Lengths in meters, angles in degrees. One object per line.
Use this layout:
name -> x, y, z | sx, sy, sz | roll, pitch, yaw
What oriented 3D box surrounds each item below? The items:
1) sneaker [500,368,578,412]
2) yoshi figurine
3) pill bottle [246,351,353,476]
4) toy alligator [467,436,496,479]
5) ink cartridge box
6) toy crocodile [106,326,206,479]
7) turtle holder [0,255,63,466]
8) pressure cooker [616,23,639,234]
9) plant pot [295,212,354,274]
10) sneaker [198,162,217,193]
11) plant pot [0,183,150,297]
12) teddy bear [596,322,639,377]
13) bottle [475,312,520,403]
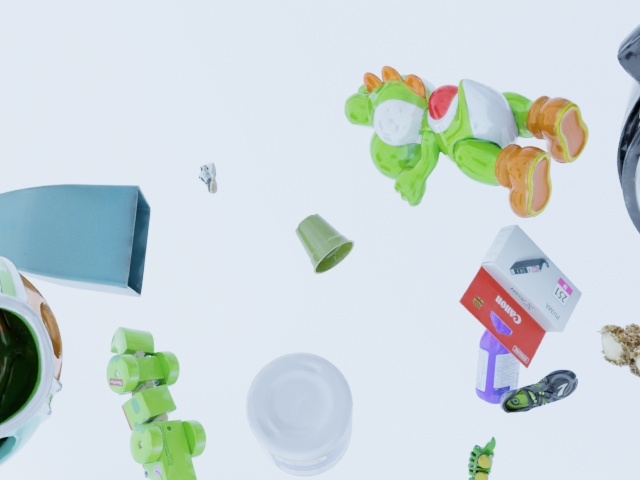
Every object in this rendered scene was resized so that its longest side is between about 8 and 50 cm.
sneaker -> 0.497, 0.351, 1.578 | 0.188, 0.078, 0.067 | -28, -95, 21
yoshi figurine -> 0.198, -0.144, 1.047 | 0.362, 0.204, 0.203 | 24, -69, 39
pill bottle -> -0.019, 0.206, 0.789 | 0.112, 0.112, 0.186 | 44, -18, 20
toy alligator -> 0.350, 0.521, 1.546 | 0.051, 0.056, 0.189 | 12, -79, 21
ink cartridge box -> 0.494, 0.138, 1.700 | 0.275, 0.239, 0.060 | 43, -25, -17
toy crocodile -> -0.293, 0.297, 1.200 | 0.105, 0.115, 0.340 | -41, -117, 31
turtle holder -> -0.374, 0.109, 0.583 | 0.227, 0.320, 0.243 | -7, -105, 40
pressure cooker -> 0.516, -0.130, 0.723 | 0.370, 0.420, 0.375 | 8, -40, 28
plant pot -> 0.000, 0.000, 1.149 | 0.079, 0.083, 0.083 | 51, -38, 20
sneaker -> -0.241, -0.130, 1.484 | 0.032, 0.037, 0.083 | 81, -1, -51
plant pot -> -0.418, -0.003, 1.154 | 0.166, 0.234, 0.165 | 126, -32, -77
teddy bear -> 0.705, 0.248, 1.396 | 0.338, 0.113, 0.245 | 25, 4, -15
bottle -> 0.479, 0.290, 1.852 | 0.092, 0.118, 0.282 | 21, -65, 53
